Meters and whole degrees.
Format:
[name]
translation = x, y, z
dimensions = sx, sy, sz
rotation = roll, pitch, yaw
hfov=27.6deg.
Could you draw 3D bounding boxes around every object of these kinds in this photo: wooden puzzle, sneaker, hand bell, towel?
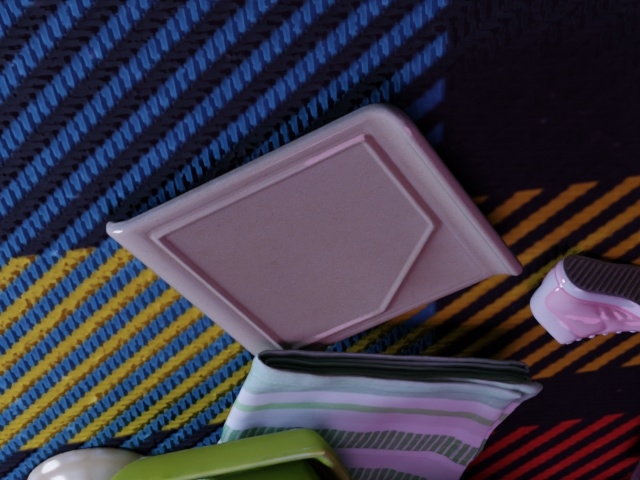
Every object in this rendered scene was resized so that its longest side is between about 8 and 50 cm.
[wooden puzzle]
translation = 0.000, 0.000, 0.949
dimensions = 0.238, 0.044, 0.221
rotation = -20, 141, 21
[sneaker]
translation = 0.230, 0.055, 1.055
dimensions = 0.134, 0.051, 0.070
rotation = 16, 137, -23
[hand bell]
translation = -0.192, 0.317, 1.132
dimensions = 0.126, 0.242, 0.126
rotation = -6, 142, -5
[towel]
translation = 0.028, 0.192, 1.164
dimensions = 0.247, 0.038, 0.325
rotation = 4, 146, -15

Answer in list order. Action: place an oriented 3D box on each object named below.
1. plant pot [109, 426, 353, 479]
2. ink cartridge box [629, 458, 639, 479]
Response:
[plant pot]
translation = -0.056, 0.292, 1.087
dimensions = 0.228, 0.207, 0.227
rotation = -13, 145, 11
[ink cartridge box]
translation = 0.422, 0.169, 1.252
dimensions = 0.224, 0.056, 0.181
rotation = -19, 144, -19
